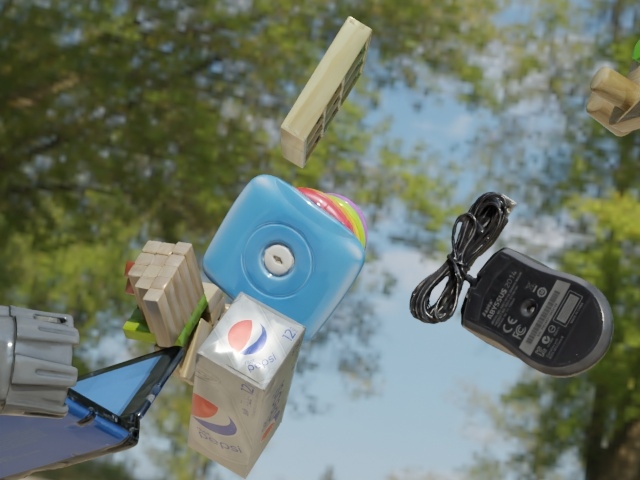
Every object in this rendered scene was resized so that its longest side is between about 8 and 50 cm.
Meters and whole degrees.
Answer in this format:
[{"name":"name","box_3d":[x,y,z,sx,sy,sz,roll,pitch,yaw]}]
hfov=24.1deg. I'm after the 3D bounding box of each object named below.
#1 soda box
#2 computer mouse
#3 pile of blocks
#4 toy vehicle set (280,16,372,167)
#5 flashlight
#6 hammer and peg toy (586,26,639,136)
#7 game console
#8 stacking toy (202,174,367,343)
[{"name":"soda box","box_3d":[-0.093,0.179,1.791,0.091,0.098,0.286,29,-28,9]},{"name":"computer mouse","box_3d":[0.250,0.074,1.790,0.272,0.188,0.072,35,2,41]},{"name":"pile of blocks","box_3d":[-0.190,0.122,2.006,0.112,0.149,0.362,8,-22,22]},{"name":"toy vehicle set","box_3d":[0.005,-0.190,1.984,0.035,0.166,0.267,31,-4,2]},{"name":"flashlight","box_3d":[-0.358,0.098,1.254,0.304,0.103,0.103,11,16,-23]},{"name":"hammer and peg toy","box_3d":[0.435,-0.259,1.806,0.127,0.266,0.361,29,-13,-16]},{"name":"game console","box_3d":[-0.346,0.180,1.738,0.293,0.173,0.250,-20,-38,27]},{"name":"stacking toy","box_3d":[0.000,0.000,1.907,0.175,0.166,0.302,37,19,11]}]
